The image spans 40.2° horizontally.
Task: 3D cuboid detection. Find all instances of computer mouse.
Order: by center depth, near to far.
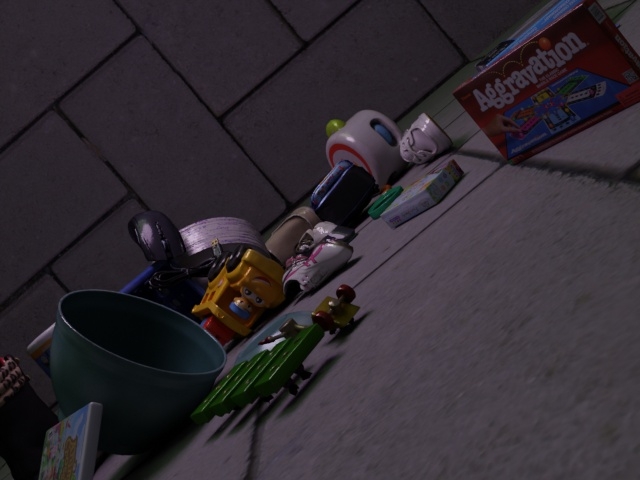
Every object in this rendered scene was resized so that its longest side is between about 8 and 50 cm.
[{"bbox_3d":[-0.320,-0.005,1.956,0.184,0.262,0.060,-11,-48,-21],"label":"computer mouse"}]

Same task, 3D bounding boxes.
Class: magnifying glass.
[{"bbox_3d":[0.147,-0.094,1.943,0.092,0.026,0.231,-40,8,11],"label":"magnifying glass"}]

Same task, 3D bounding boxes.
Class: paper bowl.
[{"bbox_3d":[-0.253,0.087,2.109,0.284,0.148,0.284,-17,-36,-13],"label":"paper bowl"}]

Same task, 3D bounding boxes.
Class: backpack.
[{"bbox_3d":[0.054,-0.100,2.046,0.158,0.117,0.173,-51,-2,0],"label":"backpack"}]

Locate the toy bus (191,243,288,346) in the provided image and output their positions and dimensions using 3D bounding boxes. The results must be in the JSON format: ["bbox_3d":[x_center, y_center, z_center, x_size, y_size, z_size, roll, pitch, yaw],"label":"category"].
[{"bbox_3d":[-0.175,0.133,1.787,0.211,0.149,0.220,-58,16,-24],"label":"toy bus"}]

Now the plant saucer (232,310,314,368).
[{"bbox_3d":[-0.082,0.167,1.408,0.195,0.037,0.195,-39,7,6],"label":"plant saucer"}]

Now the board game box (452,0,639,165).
[{"bbox_3d":[0.309,-0.206,1.193,0.027,0.145,0.281,-43,7,-29],"label":"board game box"}]

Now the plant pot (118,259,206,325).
[{"bbox_3d":[-0.373,0.213,1.955,0.212,0.236,0.236,-42,4,44],"label":"plant pot"}]

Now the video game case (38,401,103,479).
[{"bbox_3d":[-0.389,0.370,1.323,0.193,0.023,0.213,-34,46,46],"label":"video game case"}]

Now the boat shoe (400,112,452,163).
[{"bbox_3d":[0.229,-0.216,1.995,0.096,0.098,0.277,-41,-3,-1],"label":"boat shoe"}]

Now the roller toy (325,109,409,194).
[{"bbox_3d":[0.125,-0.223,2.205,0.191,0.209,0.146,21,54,42],"label":"roller toy"}]

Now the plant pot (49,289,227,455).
[{"bbox_3d":[-0.329,0.235,1.480,0.293,0.293,0.196,-71,4,-78],"label":"plant pot"}]

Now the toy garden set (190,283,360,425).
[{"bbox_3d":[-0.054,0.167,1.211,0.204,0.049,0.244,-47,8,-37],"label":"toy garden set"}]

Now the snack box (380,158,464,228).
[{"bbox_3d":[0.182,-0.082,1.575,0.100,0.037,0.141,-47,9,-36],"label":"snack box"}]

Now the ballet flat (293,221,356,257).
[{"bbox_3d":[0.000,0.000,1.934,0.074,0.074,0.203,-45,8,-34],"label":"ballet flat"}]

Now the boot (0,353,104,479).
[{"bbox_3d":[-0.560,0.353,1.717,0.138,0.284,0.377,-32,11,4],"label":"boot"}]

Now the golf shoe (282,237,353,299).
[{"bbox_3d":[-0.004,0.058,1.646,0.186,0.067,0.086,-31,40,47],"label":"golf shoe"}]

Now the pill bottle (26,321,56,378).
[{"bbox_3d":[-0.450,0.271,1.777,0.152,0.272,0.152,-40,6,5],"label":"pill bottle"}]

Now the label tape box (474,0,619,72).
[{"bbox_3d":[0.471,-0.416,1.873,0.240,0.106,0.334,-40,6,9],"label":"label tape box"}]

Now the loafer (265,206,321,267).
[{"bbox_3d":[-0.085,0.014,2.254,0.268,0.102,0.092,-47,1,44],"label":"loafer"}]
